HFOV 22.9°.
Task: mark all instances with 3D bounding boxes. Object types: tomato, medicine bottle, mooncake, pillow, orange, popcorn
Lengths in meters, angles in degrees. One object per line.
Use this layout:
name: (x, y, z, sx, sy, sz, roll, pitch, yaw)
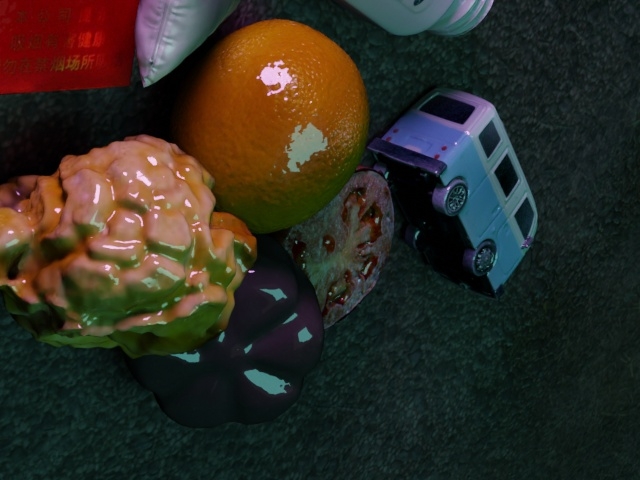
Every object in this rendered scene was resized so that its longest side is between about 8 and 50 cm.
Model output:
tomato: (-0.003, 0.001, 1.960, 0.225, 0.085, 0.225, -26, 128, -38)
medicine bottle: (0.076, -0.343, 1.808, 0.324, 0.124, 0.179, 28, 92, -52)
mooncake: (-0.111, 0.105, 1.821, 0.245, 0.133, 0.245, -5, 119, -9)
pillow: (-0.127, -0.257, 1.616, 0.254, 0.078, 0.144, -64, 165, -64)
orange: (-0.055, -0.125, 1.727, 0.236, 0.236, 0.236, -25, 129, -35)
popcorn: (-0.233, 0.009, 1.608, 0.332, 0.265, 0.225, -2, 85, -8)

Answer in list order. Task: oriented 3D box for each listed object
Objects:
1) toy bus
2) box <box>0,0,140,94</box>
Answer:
toy bus: (0.190, -0.065, 2.087, 0.165, 0.133, 0.271, -49, 137, -19)
box: (-0.259, -0.300, 1.508, 0.197, 0.089, 0.313, -9, 118, -42)
